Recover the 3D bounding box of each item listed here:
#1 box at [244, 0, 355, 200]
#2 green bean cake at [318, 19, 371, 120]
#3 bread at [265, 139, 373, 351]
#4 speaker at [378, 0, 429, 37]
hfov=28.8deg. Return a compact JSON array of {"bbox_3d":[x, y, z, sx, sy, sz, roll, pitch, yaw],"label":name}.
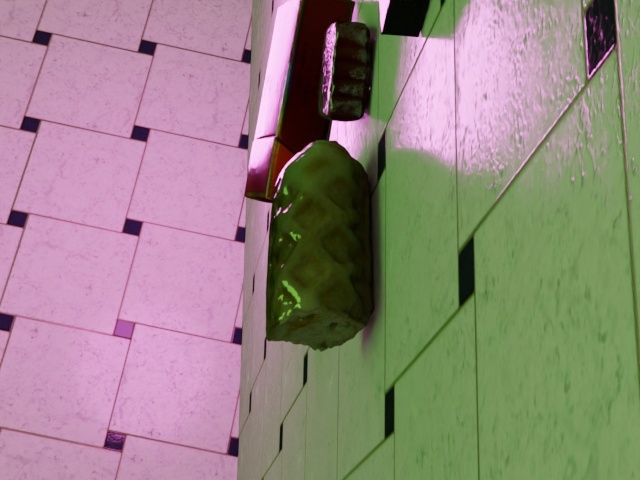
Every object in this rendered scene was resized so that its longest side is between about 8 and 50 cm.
[{"bbox_3d":[-0.037,-0.210,1.906,0.197,0.089,0.313,-169,89,-76],"label":"box"},{"bbox_3d":[0.033,-0.227,1.682,0.135,0.056,0.135,-133,48,-78],"label":"green bean cake"},{"bbox_3d":[0.000,0.000,1.548,0.152,0.130,0.267,98,174,-61],"label":"bread"},{"bbox_3d":[0.099,-0.315,1.278,0.218,0.044,0.082,104,168,-52],"label":"speaker"}]
